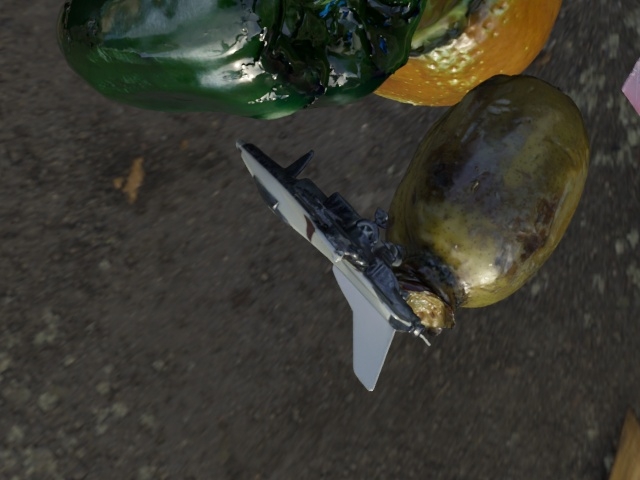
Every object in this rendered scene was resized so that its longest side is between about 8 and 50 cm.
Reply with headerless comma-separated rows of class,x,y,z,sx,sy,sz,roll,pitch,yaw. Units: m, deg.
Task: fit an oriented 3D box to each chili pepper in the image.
chili pepper,-0.064,-0.203,1.042,0.256,0.248,0.233,1,92,35

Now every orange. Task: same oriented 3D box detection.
orange,0.143,-0.263,1.439,0.196,0.334,0.263,17,82,-11

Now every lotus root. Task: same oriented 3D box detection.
lotus root,0.129,-0.020,1.179,0.154,0.154,0.278,33,64,3

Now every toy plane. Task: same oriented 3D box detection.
toy plane,0.016,-0.005,1.052,0.082,0.160,0.234,-33,65,9

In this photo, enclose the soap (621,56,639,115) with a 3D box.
soap,0.375,-0.132,1.397,0.149,0.056,0.100,33,113,12
